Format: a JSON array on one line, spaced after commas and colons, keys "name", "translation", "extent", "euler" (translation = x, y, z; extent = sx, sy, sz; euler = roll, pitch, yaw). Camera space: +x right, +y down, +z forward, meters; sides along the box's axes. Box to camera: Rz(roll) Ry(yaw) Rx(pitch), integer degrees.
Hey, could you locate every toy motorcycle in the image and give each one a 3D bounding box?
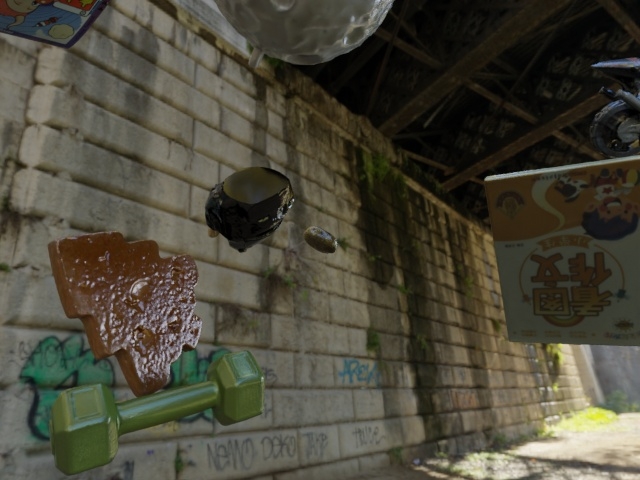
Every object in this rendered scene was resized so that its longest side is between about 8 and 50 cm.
[{"name": "toy motorcycle", "translation": [0.570, -0.218, 0.653], "extent": [0.306, 0.174, 0.108], "euler": [-4, 20, 15]}]

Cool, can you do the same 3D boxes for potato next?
[{"name": "potato", "translation": [0.000, 0.000, 0.979], "extent": [0.083, 0.040, 0.051], "euler": [28, -66, 5]}]

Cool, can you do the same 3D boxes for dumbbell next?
[{"name": "dumbbell", "translation": [-0.232, 0.250, 0.663], "extent": [0.301, 0.121, 0.108], "euler": [-4, -53, -35]}]

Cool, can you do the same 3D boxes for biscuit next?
[{"name": "biscuit", "translation": [-0.321, 0.093, 0.745], "extent": [0.043, 0.284, 0.306], "euler": [-19, -48, 27]}]

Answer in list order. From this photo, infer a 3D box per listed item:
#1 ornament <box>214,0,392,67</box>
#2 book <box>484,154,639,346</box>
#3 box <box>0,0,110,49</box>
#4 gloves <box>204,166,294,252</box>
[{"name": "ornament", "translation": [-0.020, -0.469, 0.709], "extent": [0.336, 0.338, 0.337], "euler": [-4, -22, -2]}, {"name": "book", "translation": [0.377, 0.031, 0.667], "extent": [0.207, 0.296, 0.020], "euler": [-6, 21, 30]}, {"name": "box", "translation": [-0.589, -0.578, 0.802], "extent": [0.318, 0.257, 0.348], "euler": [-31, -5, 25]}, {"name": "gloves", "translation": [-0.127, -0.046, 0.787], "extent": [0.164, 0.124, 0.203], "euler": [-11, -28, -7]}]
